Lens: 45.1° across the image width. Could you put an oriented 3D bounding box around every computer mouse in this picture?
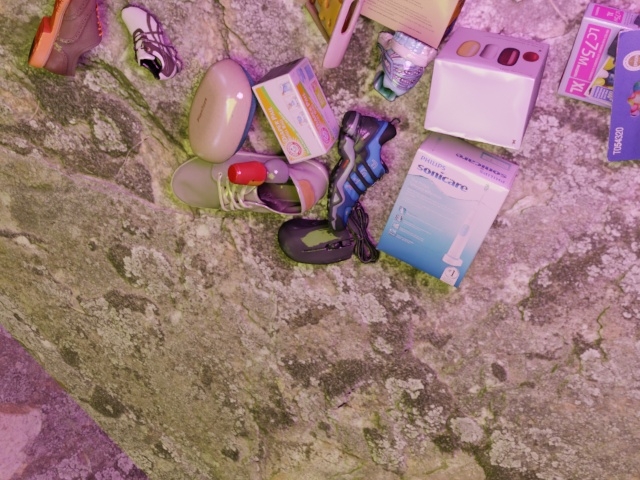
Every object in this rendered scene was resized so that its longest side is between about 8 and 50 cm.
[{"bbox_3d":[0.000,0.000,1.966,0.272,0.072,0.189,-6,120,28],"label":"computer mouse"}]

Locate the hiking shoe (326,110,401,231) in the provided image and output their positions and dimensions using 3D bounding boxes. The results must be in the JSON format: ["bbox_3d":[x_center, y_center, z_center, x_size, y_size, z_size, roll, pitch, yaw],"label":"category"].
[{"bbox_3d":[0.091,-0.145,1.787,0.131,0.113,0.304,10,122,-4],"label":"hiking shoe"}]

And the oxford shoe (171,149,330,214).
[{"bbox_3d":[-0.197,-0.136,1.933,0.448,0.130,0.169,3,124,25],"label":"oxford shoe"}]

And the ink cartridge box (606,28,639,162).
[{"bbox_3d":[0.698,-0.245,1.380,0.329,0.072,0.324,-5,140,13],"label":"ink cartridge box"}]

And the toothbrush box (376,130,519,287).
[{"bbox_3d":[0.283,-0.073,1.751,0.216,0.126,0.296,25,129,9],"label":"toothbrush box"}]

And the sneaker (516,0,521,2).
[{"bbox_3d":[0.397,-0.513,1.458,0.067,0.042,0.118,40,121,-9],"label":"sneaker"}]

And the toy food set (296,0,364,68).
[{"bbox_3d":[0.001,-0.510,1.514,0.092,0.306,0.220,2,133,-25],"label":"toy food set"}]

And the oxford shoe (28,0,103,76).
[{"bbox_3d":[-0.577,-0.553,1.861,0.132,0.130,0.364,20,129,-31],"label":"oxford shoe"}]

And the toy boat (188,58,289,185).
[{"bbox_3d":[-0.193,-0.248,1.809,0.267,0.148,0.318,-55,53,40],"label":"toy boat"}]

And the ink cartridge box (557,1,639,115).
[{"bbox_3d":[0.624,-0.317,1.446,0.310,0.065,0.186,17,143,11],"label":"ink cartridge box"}]

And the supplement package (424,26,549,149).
[{"bbox_3d":[0.330,-0.306,1.525,0.194,0.203,0.149,15,127,15],"label":"supplement package"}]

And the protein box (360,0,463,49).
[{"bbox_3d":[0.192,-0.517,1.491,0.199,0.136,0.201,28,129,7],"label":"protein box"}]

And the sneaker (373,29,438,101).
[{"bbox_3d":[0.143,-0.345,1.542,0.110,0.283,0.122,28,99,-5],"label":"sneaker"}]

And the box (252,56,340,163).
[{"bbox_3d":[-0.050,-0.295,1.766,0.103,0.114,0.203,-13,117,31],"label":"box"}]

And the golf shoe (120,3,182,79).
[{"bbox_3d":[-0.413,-0.469,1.833,0.077,0.094,0.198,-30,104,38],"label":"golf shoe"}]
